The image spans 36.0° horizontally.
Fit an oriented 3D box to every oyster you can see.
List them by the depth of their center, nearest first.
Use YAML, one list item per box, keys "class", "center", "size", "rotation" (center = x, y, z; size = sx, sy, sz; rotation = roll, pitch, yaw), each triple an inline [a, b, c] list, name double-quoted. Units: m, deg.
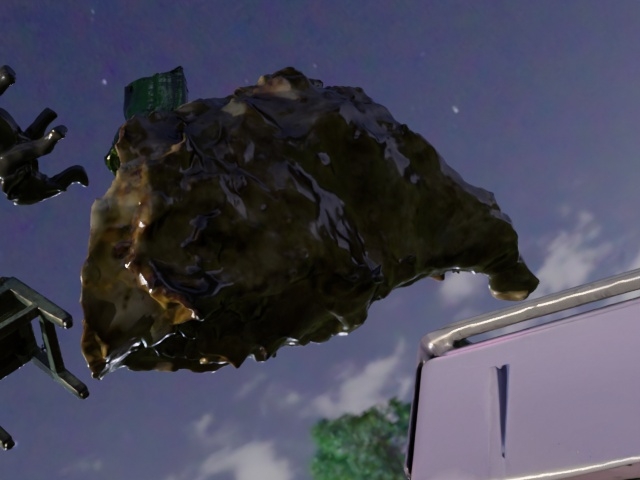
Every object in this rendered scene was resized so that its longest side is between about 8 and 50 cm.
- class: "oyster"
  center: [0.006, -0.026, 0.684]
  size: [0.396, 0.204, 0.111]
  rotation: [-9, 2, -40]

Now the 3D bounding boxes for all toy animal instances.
- class: "toy animal"
  center: [-0.468, -0.153, 1.520]
  size: [0.146, 0.245, 0.114]
  rotation: [-44, 9, 0]

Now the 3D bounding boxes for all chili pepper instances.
- class: "chili pepper"
  center: [-0.208, -0.148, 1.223]
  size: [0.098, 0.224, 0.061]
  rotation: [-8, -55, 7]

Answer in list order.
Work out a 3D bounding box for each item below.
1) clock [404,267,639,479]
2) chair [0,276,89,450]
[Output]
- class: "clock"
  center: [0.144, 0.069, 0.362]
  size: [0.145, 0.073, 0.193]
  rotation: [31, -37, -35]
- class: "chair"
  center: [-0.438, 0.127, 1.270]
  size: [0.136, 0.270, 0.147]
  rotation: [-34, -44, -35]
